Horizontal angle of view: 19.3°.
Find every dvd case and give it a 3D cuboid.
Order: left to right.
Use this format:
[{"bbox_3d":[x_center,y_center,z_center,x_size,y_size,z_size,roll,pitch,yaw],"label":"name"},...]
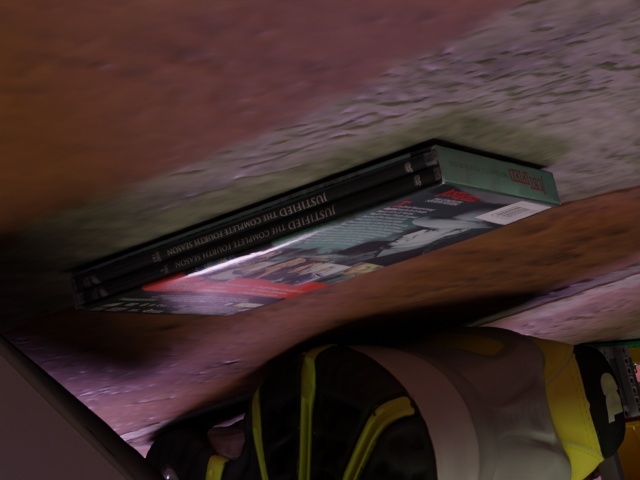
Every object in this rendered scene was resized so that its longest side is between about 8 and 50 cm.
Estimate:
[{"bbox_3d":[0.000,0.000,0.543,0.119,0.013,0.087,-18,169,26],"label":"dvd case"}]

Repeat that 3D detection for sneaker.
[{"bbox_3d":[0.016,0.139,0.933,0.147,0.145,0.384,-8,169,-25],"label":"sneaker"}]

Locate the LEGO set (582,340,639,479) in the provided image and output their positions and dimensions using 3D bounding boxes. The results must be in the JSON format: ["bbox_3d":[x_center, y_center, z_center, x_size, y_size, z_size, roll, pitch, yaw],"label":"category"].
[{"bbox_3d":[0.140,0.186,1.195,0.331,0.192,0.255,-19,168,27],"label":"LEGO set"}]

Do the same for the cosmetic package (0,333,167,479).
[{"bbox_3d":[-0.159,0.174,0.621,0.284,0.097,0.377,-43,168,-8],"label":"cosmetic package"}]
